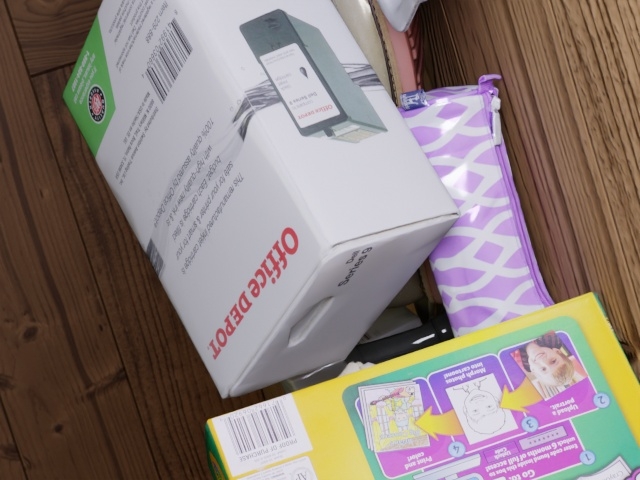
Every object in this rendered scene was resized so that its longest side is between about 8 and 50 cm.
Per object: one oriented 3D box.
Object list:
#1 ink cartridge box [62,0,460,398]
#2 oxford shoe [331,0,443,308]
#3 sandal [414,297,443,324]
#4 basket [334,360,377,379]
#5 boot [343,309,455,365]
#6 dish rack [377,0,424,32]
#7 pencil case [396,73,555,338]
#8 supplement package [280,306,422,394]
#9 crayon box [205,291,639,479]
[{"bbox_3d":[-0.053,-0.063,1.291,0.289,0.121,0.211,60,143,20],"label":"ink cartridge box"},{"bbox_3d":[0.012,-0.121,1.368,0.140,0.146,0.397,-69,-34,-70],"label":"oxford shoe"},{"bbox_3d":[0.069,-0.003,1.656,0.072,0.049,0.180,-138,29,-74],"label":"sandal"},{"bbox_3d":[0.051,0.321,1.413,0.328,0.266,0.331,40,162,14],"label":"basket"},{"bbox_3d":[0.090,0.130,1.514,0.077,0.137,0.198,-117,12,-46],"label":"boot"},{"bbox_3d":[0.048,-0.304,1.109,0.333,0.072,0.285,116,135,-77],"label":"dish rack"},{"bbox_3d":[0.114,-0.016,1.270,0.086,0.088,0.206,-31,-74,-61],"label":"pencil case"},{"bbox_3d":[0.067,0.195,1.715,0.244,0.139,0.134,65,173,-14],"label":"supplement package"},{"bbox_3d":[0.082,0.158,1.151,0.081,0.278,0.165,90,161,-60],"label":"crayon box"}]
